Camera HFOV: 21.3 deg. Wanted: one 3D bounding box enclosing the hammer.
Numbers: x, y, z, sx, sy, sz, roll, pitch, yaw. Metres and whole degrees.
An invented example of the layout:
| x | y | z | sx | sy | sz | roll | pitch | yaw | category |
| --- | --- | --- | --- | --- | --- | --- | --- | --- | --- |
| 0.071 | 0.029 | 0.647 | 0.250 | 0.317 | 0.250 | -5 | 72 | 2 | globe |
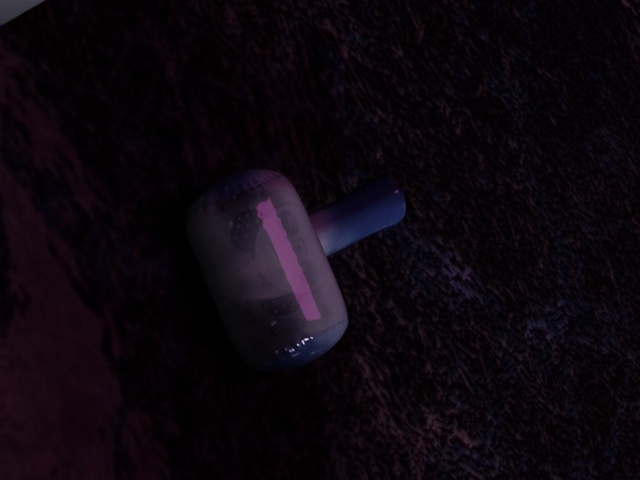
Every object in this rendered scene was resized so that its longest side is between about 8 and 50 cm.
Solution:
| x | y | z | sx | sy | sz | roll | pitch | yaw | category |
| --- | --- | --- | --- | --- | --- | --- | --- | --- | --- |
| 0.000 | 0.000 | 1.005 | 0.194 | 0.069 | 0.116 | -28 | 95 | -56 | hammer |

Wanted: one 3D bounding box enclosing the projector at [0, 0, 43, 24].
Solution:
| x | y | z | sx | sy | sz | roll | pitch | yaw | category |
| --- | --- | --- | --- | --- | --- | --- | --- | --- | --- |
| -0.223 | -0.238 | 0.815 | 0.192 | 0.099 | 0.256 | 1 | 73 | -48 | projector |
